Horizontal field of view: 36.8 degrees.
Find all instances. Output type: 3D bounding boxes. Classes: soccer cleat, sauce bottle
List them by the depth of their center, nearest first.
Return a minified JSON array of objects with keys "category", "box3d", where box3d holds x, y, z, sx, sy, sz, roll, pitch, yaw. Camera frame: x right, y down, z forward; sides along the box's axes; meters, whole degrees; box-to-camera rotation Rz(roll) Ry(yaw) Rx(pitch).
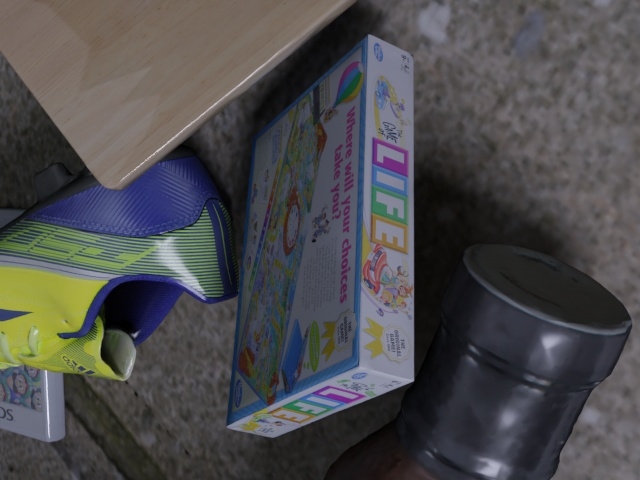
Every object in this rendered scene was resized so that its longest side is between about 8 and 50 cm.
[{"category":"sauce bottle","box3d":[0.031,0.166,0.426,0.111,0.111,0.344,32,116,31]},{"category":"soccer cleat","box3d":[-0.168,0.041,0.569,0.289,0.093,0.121,-27,87,30]}]

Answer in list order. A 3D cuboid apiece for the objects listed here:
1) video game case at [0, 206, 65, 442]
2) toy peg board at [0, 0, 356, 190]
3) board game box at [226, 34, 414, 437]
[{"category":"video game case","box3d":[-0.234,0.054,0.683,0.143,0.019,0.157,4,98,38]},{"category":"toy peg board","box3d":[-0.080,-0.133,0.483,0.161,0.079,0.160,-38,85,5]},{"category":"board game box","box3d":[0.000,0.000,0.427,0.103,0.026,0.154,-33,46,49]}]
